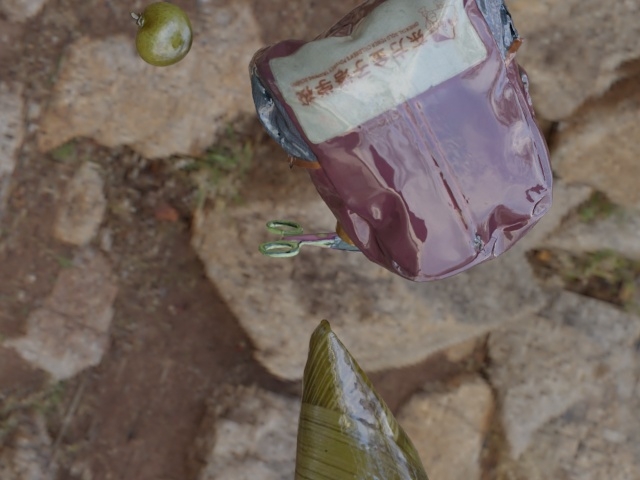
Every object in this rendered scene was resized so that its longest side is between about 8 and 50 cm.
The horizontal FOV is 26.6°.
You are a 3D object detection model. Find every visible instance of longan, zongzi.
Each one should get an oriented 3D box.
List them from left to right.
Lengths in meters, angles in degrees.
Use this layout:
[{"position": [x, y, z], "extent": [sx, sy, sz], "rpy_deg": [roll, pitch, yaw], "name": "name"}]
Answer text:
[{"position": [-0.186, -0.238, 1.551], "extent": [0.083, 0.075, 0.075], "rpy_deg": [26, 81, -34], "name": "longan"}, {"position": [0.035, 0.242, 1.099], "extent": [0.286, 0.134, 0.288], "rpy_deg": [-94, 171, -66], "name": "zongzi"}]

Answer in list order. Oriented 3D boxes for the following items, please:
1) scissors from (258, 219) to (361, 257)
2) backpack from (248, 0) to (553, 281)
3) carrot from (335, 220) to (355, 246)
[{"position": [0.000, 0.000, 2.134], "extent": [0.133, 0.187, 0.020], "rpy_deg": [-80, 173, -65], "name": "scissors"}, {"position": [0.107, -0.117, 1.447], "extent": [0.317, 0.283, 0.197], "rpy_deg": [61, 7, -13], "name": "backpack"}, {"position": [0.075, -0.096, 1.598], "extent": [0.067, 0.067, 0.225], "rpy_deg": [-31, 145, -54], "name": "carrot"}]
